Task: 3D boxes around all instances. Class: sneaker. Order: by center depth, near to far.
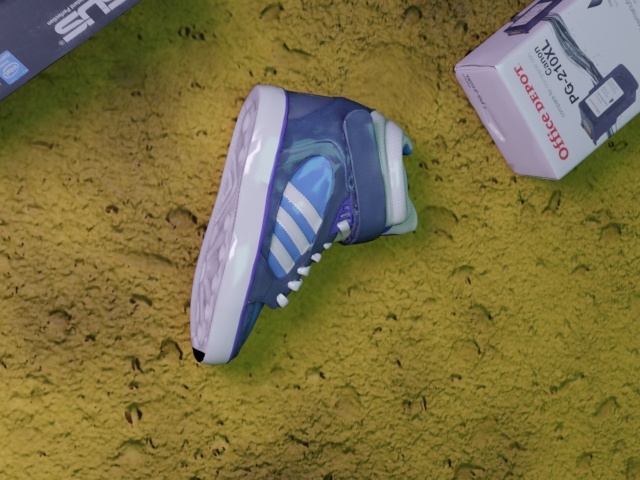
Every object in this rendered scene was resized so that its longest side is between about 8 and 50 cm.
[{"bbox_3d":[0.000,0.000,1.240,0.236,0.130,0.323,14,88,-21],"label":"sneaker"}]

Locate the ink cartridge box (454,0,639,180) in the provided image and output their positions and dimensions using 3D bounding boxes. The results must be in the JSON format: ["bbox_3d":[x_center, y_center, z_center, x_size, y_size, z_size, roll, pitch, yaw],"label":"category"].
[{"bbox_3d":[0.309,-0.211,1.355,0.237,0.100,0.172,-40,111,-13],"label":"ink cartridge box"}]

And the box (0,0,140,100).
[{"bbox_3d":[-0.368,-0.240,0.922,0.395,0.097,0.318,-33,139,7],"label":"box"}]
